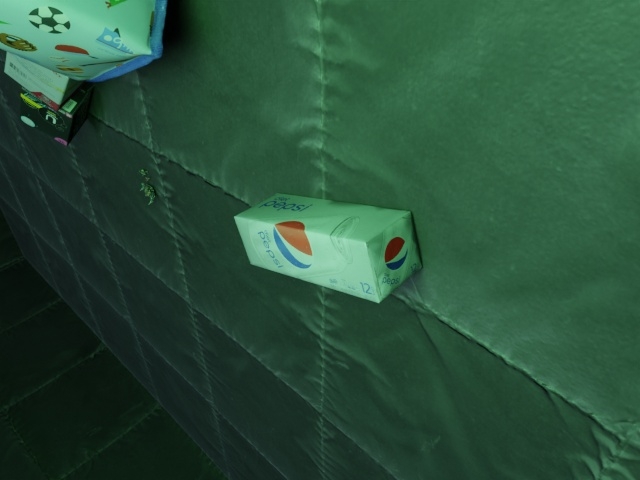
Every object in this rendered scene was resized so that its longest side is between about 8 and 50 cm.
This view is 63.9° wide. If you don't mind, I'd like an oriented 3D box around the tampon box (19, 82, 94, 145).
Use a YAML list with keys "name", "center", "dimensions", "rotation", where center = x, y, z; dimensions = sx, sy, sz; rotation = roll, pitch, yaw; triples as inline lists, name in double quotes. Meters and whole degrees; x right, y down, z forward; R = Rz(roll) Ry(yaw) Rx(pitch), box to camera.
- name: "tampon box"
  center: [-0.622, -0.323, 1.210]
  dimensions: [0.120, 0.102, 0.161]
  rotation: [31, 150, -18]

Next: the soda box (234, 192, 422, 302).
- name: "soda box"
  center: [0.000, 0.000, 0.751]
  dimensions: [0.286, 0.098, 0.091]
  rotation: [13, 127, 46]

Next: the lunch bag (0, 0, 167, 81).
- name: "lunch bag"
  center: [-0.443, -0.385, 0.750]
  dimensions: [0.385, 0.327, 0.239]
  rotation: [3, 81, 49]

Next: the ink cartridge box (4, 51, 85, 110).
- name: "ink cartridge box"
  center: [-0.545, -0.380, 1.054]
  dimensions: [0.128, 0.127, 0.176]
  rotation: [41, 151, -22]

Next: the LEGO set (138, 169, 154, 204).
- name: "LEGO set"
  center: [-0.407, -0.128, 1.219]
  dimensions: [0.054, 0.023, 0.083]
  rotation: [28, 124, 32]
